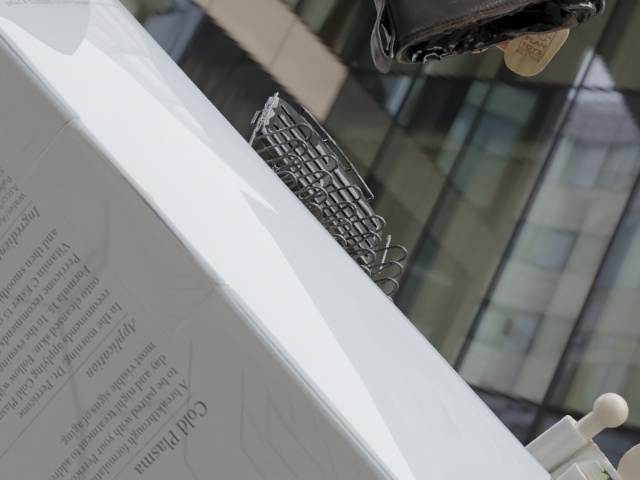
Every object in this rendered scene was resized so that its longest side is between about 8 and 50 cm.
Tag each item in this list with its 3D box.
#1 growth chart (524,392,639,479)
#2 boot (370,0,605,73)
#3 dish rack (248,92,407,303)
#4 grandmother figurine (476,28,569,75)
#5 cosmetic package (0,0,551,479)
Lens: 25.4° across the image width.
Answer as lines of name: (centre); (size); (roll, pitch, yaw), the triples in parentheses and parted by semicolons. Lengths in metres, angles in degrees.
growth chart: (0.117, 0.194, 0.608); (0.021, 0.172, 0.237); (40, 22, -51)
boot: (0.109, -0.226, 0.869); (0.229, 0.263, 0.091); (62, -12, 19)
dish rack: (0.000, 0.000, 1.212); (0.074, 0.271, 0.208); (-21, -59, 30)
grandmother figurine: (0.171, -0.273, 1.506); (0.208, 0.104, 0.342); (28, 19, -19)
cosmetic package: (-0.147, 0.107, 0.533); (0.284, 0.377, 0.097); (49, 25, 13)
